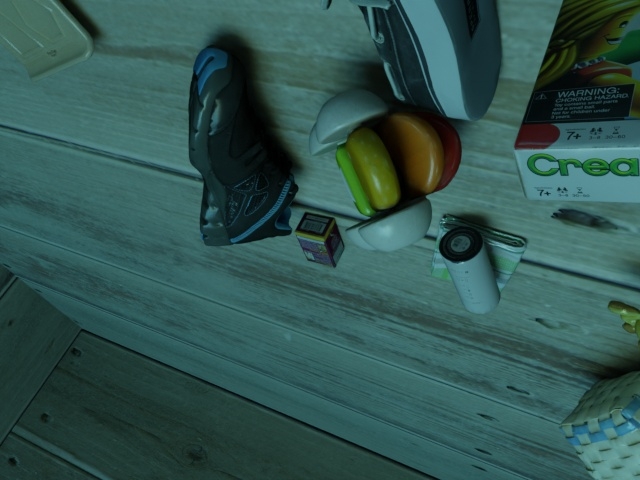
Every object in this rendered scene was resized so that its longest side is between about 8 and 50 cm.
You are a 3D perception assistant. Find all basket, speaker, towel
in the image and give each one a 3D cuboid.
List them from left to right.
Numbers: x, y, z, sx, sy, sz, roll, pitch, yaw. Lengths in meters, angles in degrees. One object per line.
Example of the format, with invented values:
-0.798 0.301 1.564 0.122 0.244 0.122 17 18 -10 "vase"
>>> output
0.197 0.042 0.703 0.055 0.055 0.136 7 150 34 "speaker"
0.211 0.029 0.748 0.113 0.023 0.152 20 152 15 "towel"
0.519 0.323 0.757 0.289 0.201 0.254 54 158 16 "basket"

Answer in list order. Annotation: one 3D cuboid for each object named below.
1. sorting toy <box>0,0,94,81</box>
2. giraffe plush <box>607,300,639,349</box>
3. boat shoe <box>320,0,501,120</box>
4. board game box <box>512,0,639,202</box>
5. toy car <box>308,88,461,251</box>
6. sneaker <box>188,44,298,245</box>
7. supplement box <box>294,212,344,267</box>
-0.403 -0.314 0.693 0.193 0.038 0.208 1 138 41 "sorting toy"
0.409 0.091 0.546 0.181 0.210 0.170 62 174 -2 "giraffe plush"
0.058 -0.204 0.389 0.105 0.113 0.306 18 167 30 "boat shoe"
0.279 -0.102 0.276 0.305 0.193 0.053 5 146 35 "board game box"
0.075 -0.080 0.566 0.182 0.136 0.159 174 71 -84 "toy car"
-0.099 -0.112 0.717 0.140 0.125 0.340 0 150 -5 "sneaker"
0.000 0.000 0.863 0.055 0.043 0.083 13 149 24 "supplement box"
